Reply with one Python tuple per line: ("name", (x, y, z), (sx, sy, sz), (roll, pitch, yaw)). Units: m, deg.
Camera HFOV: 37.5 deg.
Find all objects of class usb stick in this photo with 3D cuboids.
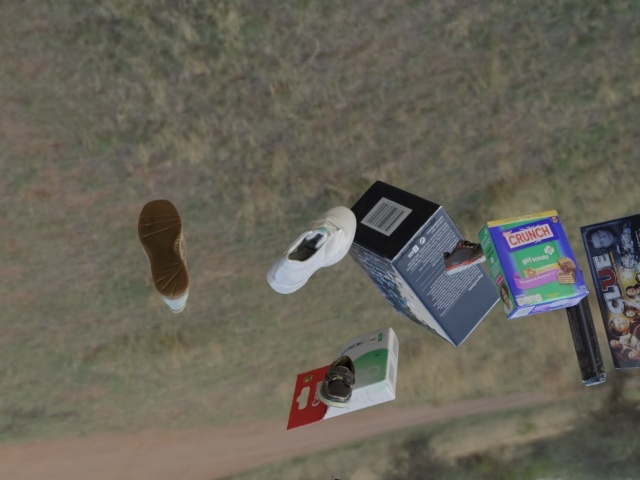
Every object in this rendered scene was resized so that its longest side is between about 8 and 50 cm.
("usb stick", (0.628, 0.205, 2.261), (0.045, 0.278, 0.077), (-3, 163, -21))

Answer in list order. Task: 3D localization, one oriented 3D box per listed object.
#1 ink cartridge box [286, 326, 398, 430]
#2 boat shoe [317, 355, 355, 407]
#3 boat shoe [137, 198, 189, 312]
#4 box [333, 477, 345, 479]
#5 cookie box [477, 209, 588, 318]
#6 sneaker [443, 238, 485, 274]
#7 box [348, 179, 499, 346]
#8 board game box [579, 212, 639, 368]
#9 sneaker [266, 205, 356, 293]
("ink cartridge box", (0.037, 0.262, 1.811), (0.224, 0.056, 0.181), (-17, -155, 15))
("boat shoe", (0.029, 0.229, 1.548), (0.056, 0.049, 0.152), (13, -167, -1))
("boat shoe", (-0.362, 0.032, 2.186), (0.104, 0.285, 0.089), (-8, 146, -8))
("box", (0.160, 0.563, 1.755), (0.242, 0.076, 0.307), (4, 142, 23))
("cookie box", (0.239, 0.026, 1.070), (0.091, 0.107, 0.040), (-10, 157, -15))
("sneaker", (0.326, 0.024, 2.081), (0.061, 0.065, 0.158), (-12, 168, -47))
("box", (0.271, 0.062, 2.637), (0.212, 0.293, 0.395), (-48, 126, -11))
("board game box", (0.517, 0.079, 1.509), (0.042, 0.243, 0.165), (-12, 177, -35))
("sneaker", (0.000, 0.000, 1.546), (0.212, 0.080, 0.094), (-46, 168, -38))
